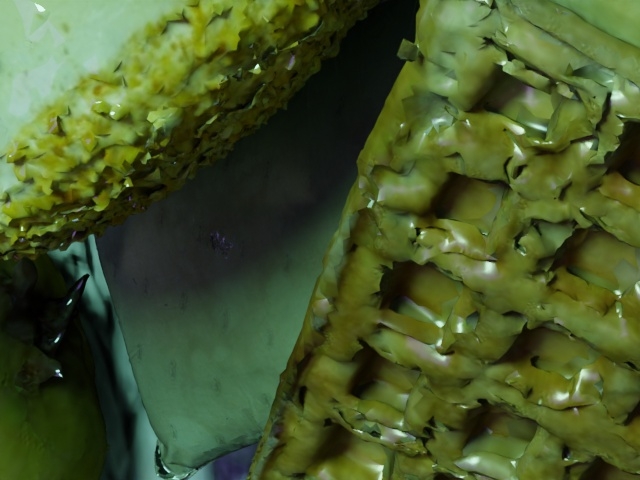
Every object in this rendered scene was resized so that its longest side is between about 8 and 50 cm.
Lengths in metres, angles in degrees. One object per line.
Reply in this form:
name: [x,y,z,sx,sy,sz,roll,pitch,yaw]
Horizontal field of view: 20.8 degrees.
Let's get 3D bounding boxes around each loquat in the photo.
loquat: [-0.213,0.083,0.933,0.213,0.213,0.213,11,106,42]

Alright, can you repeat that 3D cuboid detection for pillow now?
pillow: [0.000,0.000,0.796,0.302,0.075,0.185,-19,83,41]

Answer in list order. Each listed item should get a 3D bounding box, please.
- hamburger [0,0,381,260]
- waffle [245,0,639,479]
hamburger: [-0.086,-0.113,0.718,0.294,0.276,0.179,-31,108,11]
waffle: [0.100,0.039,0.600,0.213,0.091,0.308,26,138,4]
